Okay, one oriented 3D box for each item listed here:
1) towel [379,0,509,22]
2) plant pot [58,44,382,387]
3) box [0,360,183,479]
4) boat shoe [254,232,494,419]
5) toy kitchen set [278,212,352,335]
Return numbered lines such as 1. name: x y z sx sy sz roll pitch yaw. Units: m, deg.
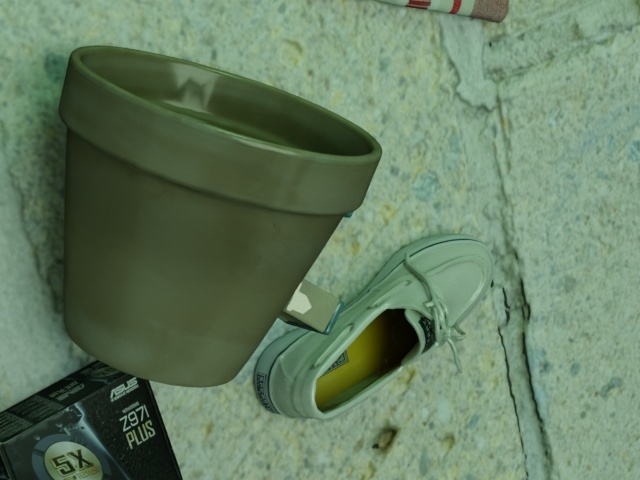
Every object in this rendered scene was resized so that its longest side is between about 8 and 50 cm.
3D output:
1. towel: 0.111 -0.400 1.782 0.329 0.037 0.237 3 97 -36
2. plant pot: -0.130 -0.015 1.509 0.323 0.323 0.280 6 109 -38
3. box: -0.255 0.227 1.564 0.180 0.077 0.147 -28 112 -31
4. boat shoe: 0.103 0.104 1.769 0.367 0.156 0.135 -28 113 -31
5. toy kitchen set: 0.000 0.000 1.669 0.122 0.166 0.207 31 78 -36
